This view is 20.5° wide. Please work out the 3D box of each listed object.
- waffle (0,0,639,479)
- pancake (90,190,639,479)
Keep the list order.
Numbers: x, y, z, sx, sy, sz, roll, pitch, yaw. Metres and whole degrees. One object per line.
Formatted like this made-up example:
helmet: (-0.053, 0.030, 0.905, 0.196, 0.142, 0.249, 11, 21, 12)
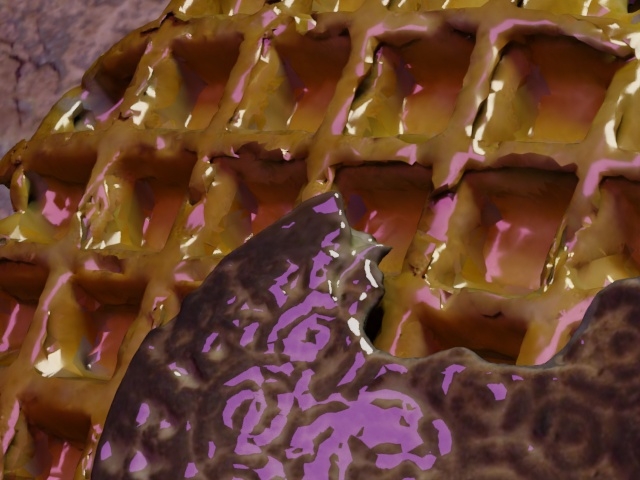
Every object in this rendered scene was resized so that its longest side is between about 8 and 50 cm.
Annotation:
waffle: (0.000, 0.000, 0.761, 0.382, 0.095, 0.380, -39, 47, 6)
pancake: (0.039, 0.097, 0.605, 0.288, 0.033, 0.286, -29, 53, 15)
